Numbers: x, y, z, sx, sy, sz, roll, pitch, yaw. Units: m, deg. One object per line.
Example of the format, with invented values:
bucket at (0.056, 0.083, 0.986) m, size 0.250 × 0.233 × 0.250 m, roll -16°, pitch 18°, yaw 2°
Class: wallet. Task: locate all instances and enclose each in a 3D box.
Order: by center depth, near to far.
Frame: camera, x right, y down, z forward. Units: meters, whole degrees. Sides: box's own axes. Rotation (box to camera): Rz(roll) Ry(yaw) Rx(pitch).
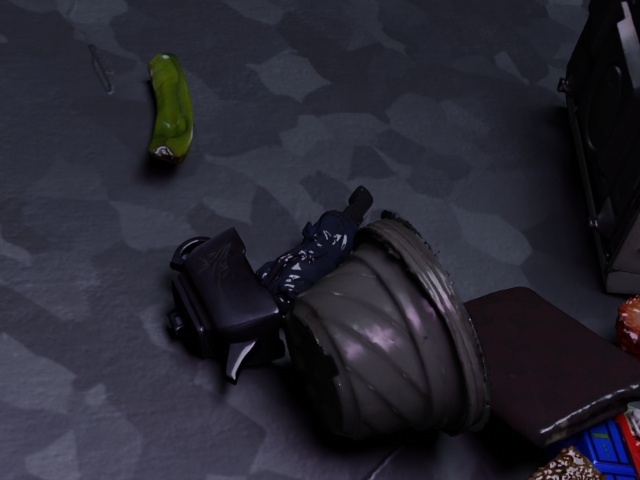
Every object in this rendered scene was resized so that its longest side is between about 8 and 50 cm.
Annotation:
wallet at (0.219, 0.127, 1.378) m, size 0.182 × 0.049 × 0.229 m, roll -17°, pitch 31°, yaw -27°

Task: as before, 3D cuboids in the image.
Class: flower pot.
flower pot at (0.053, 0.104, 1.279) m, size 0.140 × 0.235 × 0.235 m, roll -23°, pitch 58°, yaw -18°

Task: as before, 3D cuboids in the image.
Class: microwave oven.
microwave oven at (0.463, -0.159, 1.672) m, size 0.247 × 0.333 × 0.394 m, roll 9°, pitch 42°, yaw -8°

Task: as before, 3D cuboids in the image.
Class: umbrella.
umbrella at (0.007, 0.003, 1.452) m, size 0.071 × 0.071 × 0.248 m, roll 34°, pitch 41°, yaw 9°

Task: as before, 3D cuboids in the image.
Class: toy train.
toy train at (0.281, 0.234, 1.340) m, size 0.131 × 0.083 × 0.204 m, roll 9°, pitch 42°, yaw -18°

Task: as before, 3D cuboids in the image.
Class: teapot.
teapot at (-0.104, 0.067, 1.318) m, size 0.096 × 0.087 × 0.177 m, roll -21°, pitch 55°, yaw -12°

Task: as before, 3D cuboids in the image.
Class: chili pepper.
chili pepper at (-0.173, -0.144, 1.528) m, size 0.051 × 0.050 × 0.202 m, roll -1°, pitch 42°, yaw -7°

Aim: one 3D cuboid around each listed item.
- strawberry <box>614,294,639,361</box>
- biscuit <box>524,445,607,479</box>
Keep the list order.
strawberry at (0.473, 0.134, 1.544) m, size 0.286 × 0.106 × 0.188 m, roll 6°, pitch 38°, yaw -5°
biscuit at (0.191, 0.293, 1.201) m, size 0.231 × 0.025 × 0.131 m, roll -35°, pitch 66°, yaw -20°
